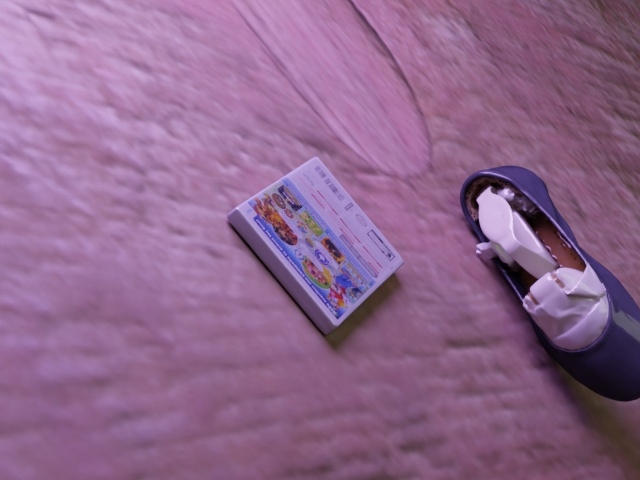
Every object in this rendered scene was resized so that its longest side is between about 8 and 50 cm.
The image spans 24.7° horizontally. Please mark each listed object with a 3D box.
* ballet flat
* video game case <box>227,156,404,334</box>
[{"bbox_3d":[0.153,0.024,0.992,0.074,0.074,0.203,17,35,-46],"label":"ballet flat"},{"bbox_3d":[0.000,0.000,0.858,0.087,0.011,0.122,50,27,1],"label":"video game case"}]
